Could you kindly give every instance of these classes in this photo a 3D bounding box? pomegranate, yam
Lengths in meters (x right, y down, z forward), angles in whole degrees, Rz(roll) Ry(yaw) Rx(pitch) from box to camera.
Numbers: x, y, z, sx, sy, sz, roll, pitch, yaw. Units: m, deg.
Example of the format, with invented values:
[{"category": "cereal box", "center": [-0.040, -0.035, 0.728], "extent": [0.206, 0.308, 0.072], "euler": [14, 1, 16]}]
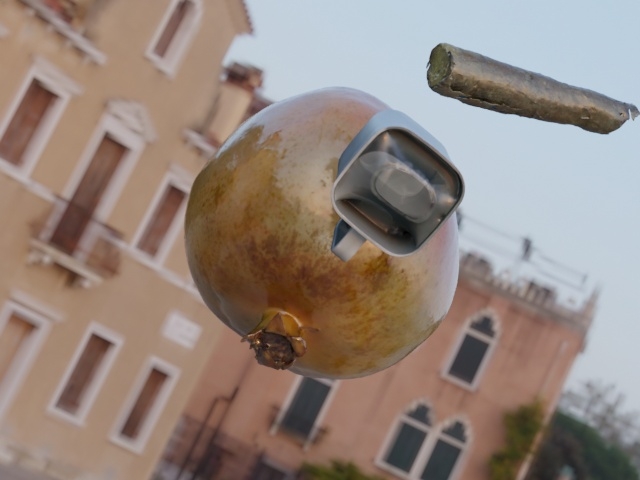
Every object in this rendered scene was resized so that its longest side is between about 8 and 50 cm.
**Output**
[{"category": "pomegranate", "center": [0.000, 0.000, 1.541], "extent": [0.319, 0.319, 0.319], "euler": [25, -9, 4]}, {"category": "yam", "center": [0.119, -0.078, 0.820], "extent": [0.129, 0.027, 0.033], "euler": [14, 31, -23]}]

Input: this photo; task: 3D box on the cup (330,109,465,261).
[{"category": "cup", "center": [0.056, -0.041, 1.304], "extent": [0.095, 0.128, 0.129], "euler": [38, 12, -8]}]
